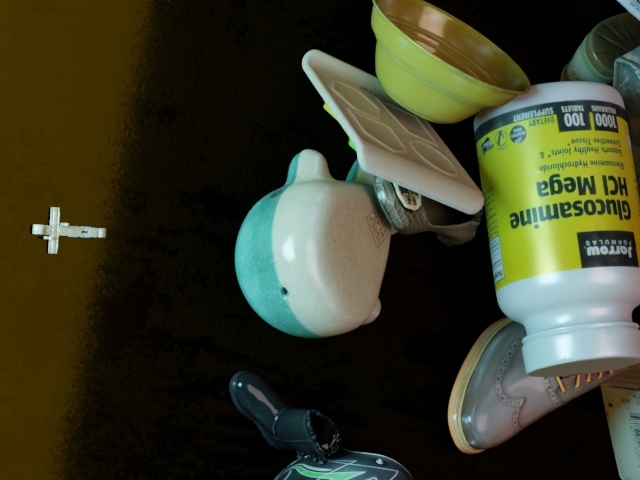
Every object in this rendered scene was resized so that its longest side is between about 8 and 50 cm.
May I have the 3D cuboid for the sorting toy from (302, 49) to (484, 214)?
[{"bbox_3d":[0.079,-0.120,1.790,0.193,0.208,0.038,20,120,-36],"label":"sorting toy"}]

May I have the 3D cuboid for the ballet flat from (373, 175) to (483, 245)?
[{"bbox_3d":[0.132,-0.041,1.830,0.250,0.058,0.084,21,53,-60],"label":"ballet flat"}]

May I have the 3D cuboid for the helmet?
[{"bbox_3d":[0.028,0.317,1.755,0.169,0.161,0.169,-2,93,-38],"label":"helmet"}]

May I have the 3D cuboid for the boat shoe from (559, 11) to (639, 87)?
[{"bbox_3d":[0.432,-0.268,2.108,0.285,0.089,0.104,-19,78,-38],"label":"boat shoe"}]

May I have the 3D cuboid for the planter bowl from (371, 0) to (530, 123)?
[{"bbox_3d":[0.132,-0.200,1.836,0.217,0.217,0.090,14,119,-37],"label":"planter bowl"}]

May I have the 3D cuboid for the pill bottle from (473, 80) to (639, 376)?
[{"bbox_3d":[0.297,-0.010,1.890,0.188,0.188,0.334,3,74,-38],"label":"pill bottle"}]

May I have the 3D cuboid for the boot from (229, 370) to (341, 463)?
[{"bbox_3d":[-0.038,0.196,1.740,0.045,0.099,0.121,-47,118,-28],"label":"boot"}]

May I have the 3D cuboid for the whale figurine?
[{"bbox_3d":[0.000,0.000,1.765,0.272,0.141,0.216,-49,122,-54],"label":"whale figurine"}]

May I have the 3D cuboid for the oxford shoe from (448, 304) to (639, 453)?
[{"bbox_3d":[0.304,0.144,1.980,0.364,0.133,0.130,-40,115,-29],"label":"oxford shoe"}]

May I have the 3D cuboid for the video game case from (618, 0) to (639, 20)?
[{"bbox_3d":[0.347,-0.389,1.937,0.244,0.061,0.269,30,29,-34],"label":"video game case"}]

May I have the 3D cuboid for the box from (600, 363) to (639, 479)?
[{"bbox_3d":[0.519,0.229,2.153,0.232,0.127,0.148,-23,105,-35],"label":"box"}]

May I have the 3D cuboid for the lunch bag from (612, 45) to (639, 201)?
[{"bbox_3d":[0.492,-0.134,2.023,0.235,0.169,0.287,-32,137,-34],"label":"lunch bag"}]

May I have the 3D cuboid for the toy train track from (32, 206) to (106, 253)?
[{"bbox_3d":[-0.258,-0.010,1.618,0.083,0.014,0.048,3,90,-38],"label":"toy train track"}]
